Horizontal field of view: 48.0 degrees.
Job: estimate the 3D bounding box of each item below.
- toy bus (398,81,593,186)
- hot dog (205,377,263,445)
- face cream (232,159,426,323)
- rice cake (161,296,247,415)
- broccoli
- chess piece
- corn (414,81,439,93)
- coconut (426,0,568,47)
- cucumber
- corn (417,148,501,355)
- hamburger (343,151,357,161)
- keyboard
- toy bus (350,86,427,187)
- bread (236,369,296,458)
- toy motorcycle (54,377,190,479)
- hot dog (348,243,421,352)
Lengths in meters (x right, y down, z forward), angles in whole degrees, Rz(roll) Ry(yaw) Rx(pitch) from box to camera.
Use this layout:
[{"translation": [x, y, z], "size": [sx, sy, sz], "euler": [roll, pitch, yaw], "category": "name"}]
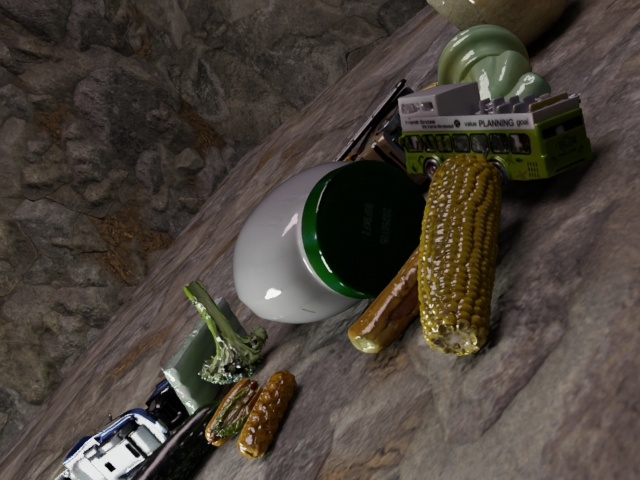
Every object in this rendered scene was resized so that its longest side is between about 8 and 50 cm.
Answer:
[{"translation": [0.240, -0.157, 1.049], "size": [0.113, 0.139, 0.301], "euler": [-23, 18, -27], "category": "toy bus"}, {"translation": [-0.139, 0.277, 1.164], "size": [0.133, 0.056, 0.041], "euler": [-52, -14, -27], "category": "hot dog"}, {"translation": [0.000, 0.000, 1.212], "size": [0.312, 0.219, 0.357], "euler": [-51, 17, -24], "category": "face cream"}, {"translation": [-0.216, 0.223, 1.386], "size": [0.043, 0.127, 0.237], "euler": [-19, 21, 30], "category": "rice cake"}, {"translation": [-0.186, 0.165, 1.315], "size": [0.122, 0.204, 0.118], "euler": [-29, -4, 28], "category": "broccoli"}, {"translation": [0.305, -0.250, 1.258], "size": [0.175, 0.175, 0.298], "euler": [-38, 29, 25], "category": "chess piece"}, {"translation": [0.248, -0.338, 1.761], "size": [0.085, 0.063, 0.165], "euler": [-26, 4, -32], "category": "corn"}, {"translation": [0.385, -0.546, 1.533], "size": [0.255, 0.297, 0.297], "euler": [-52, 12, 21], "category": "coconut"}, {"translation": [-0.238, 0.360, 1.172], "size": [0.241, 0.074, 0.074], "euler": [-49, 15, -23], "category": "cucumber"}, {"translation": [0.174, 0.004, 0.906], "size": [0.101, 0.101, 0.310], "euler": [-30, 34, 44], "category": "corn"}, {"translation": [0.075, -0.145, 1.601], "size": [0.138, 0.083, 0.147], "euler": [-21, -7, -38], "category": "hamburger"}, {"translation": [0.086, -0.225, 1.486], "size": [0.262, 0.016, 0.106], "euler": [-50, 5, 3], "category": "keyboard"}, {"translation": [0.157, -0.191, 1.467], "size": [0.157, 0.139, 0.289], "euler": [-42, 13, 33], "category": "toy bus"}, {"translation": [-0.078, 0.257, 1.071], "size": [0.052, 0.044, 0.157], "euler": [-29, 22, 38], "category": "bread"}, {"translation": [-0.386, 0.402, 1.380], "size": [0.358, 0.125, 0.213], "euler": [-37, 8, 21], "category": "toy motorcycle"}, {"translation": [0.144, 0.045, 1.012], "size": [0.286, 0.061, 0.088], "euler": [-47, 14, -12], "category": "hot dog"}]
